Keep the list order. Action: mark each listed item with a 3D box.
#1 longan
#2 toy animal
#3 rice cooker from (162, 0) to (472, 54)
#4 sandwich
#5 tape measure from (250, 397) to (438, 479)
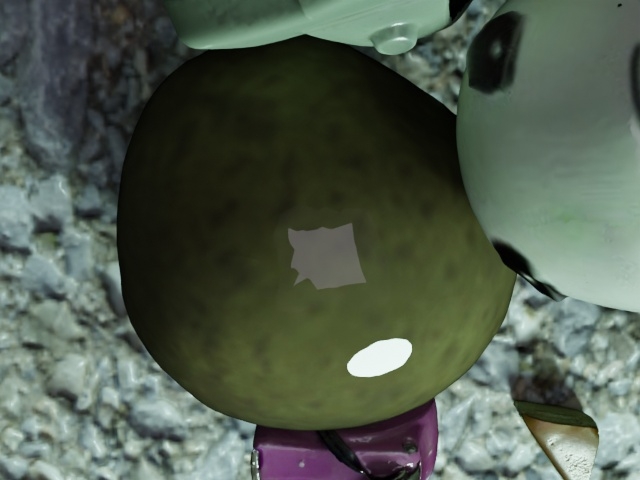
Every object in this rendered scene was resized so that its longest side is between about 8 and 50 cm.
[{"bbox_3d":[0.000,0.000,0.953,0.246,0.215,0.246,-15,131,-18],"label":"longan"},{"bbox_3d":[0.201,-0.080,0.880,0.212,0.267,0.212,16,127,23],"label":"toy animal"},{"bbox_3d":[0.015,-0.242,0.846,0.288,0.288,0.277,-22,105,-3],"label":"rice cooker"},{"bbox_3d":[0.172,0.138,1.114,0.044,0.031,0.083,-35,111,6],"label":"sandwich"},{"bbox_3d":[0.017,0.126,1.033,0.118,0.125,0.074,0,116,2],"label":"tape measure"}]
